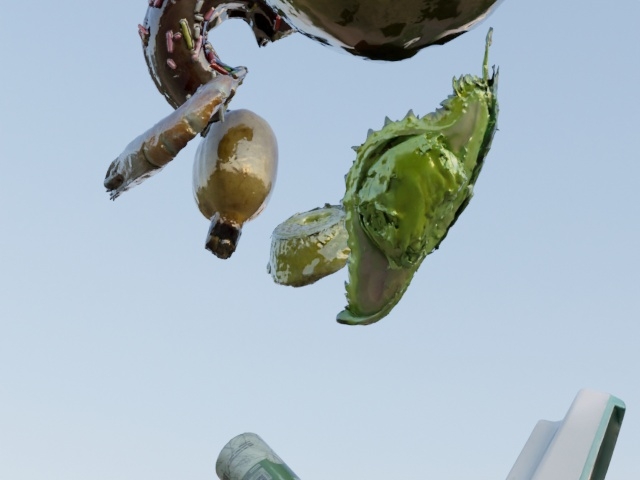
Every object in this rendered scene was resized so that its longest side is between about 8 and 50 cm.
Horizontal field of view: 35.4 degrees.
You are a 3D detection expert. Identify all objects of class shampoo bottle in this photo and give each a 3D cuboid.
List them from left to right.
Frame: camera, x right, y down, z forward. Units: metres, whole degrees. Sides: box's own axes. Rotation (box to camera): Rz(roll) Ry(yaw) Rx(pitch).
[{"bbox_3d":[-0.027,0.266,0.963,0.065,0.204,0.065,-21,-52,-29],"label":"shampoo bottle"}]

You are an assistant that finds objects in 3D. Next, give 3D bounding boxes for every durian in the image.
[{"bbox_3d":[0.099,-0.061,1.100,0.107,0.132,0.375,14,-69,-40],"label":"durian"}]

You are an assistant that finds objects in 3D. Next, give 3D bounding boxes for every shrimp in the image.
[{"bbox_3d":[-0.227,-0.151,1.477,0.062,0.164,0.317,47,-45,-12],"label":"shrimp"}]

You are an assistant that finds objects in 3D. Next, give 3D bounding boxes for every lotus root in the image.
[{"bbox_3d":[-0.170,-0.111,1.954,0.183,0.310,0.183,3,-30,2],"label":"lotus root"}]

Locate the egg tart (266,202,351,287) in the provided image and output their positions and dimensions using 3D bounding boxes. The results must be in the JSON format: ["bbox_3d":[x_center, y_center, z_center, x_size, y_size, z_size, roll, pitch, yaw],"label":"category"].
[{"bbox_3d":[0.000,0.000,1.520,0.197,0.197,0.078,-13,-70,25],"label":"egg tart"}]

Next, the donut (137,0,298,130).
[{"bbox_3d":[-0.177,-0.400,1.832,0.259,0.345,0.136,50,-14,-16],"label":"donut"}]

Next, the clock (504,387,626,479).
[{"bbox_3d":[0.283,0.340,1.263,0.116,0.231,0.262,19,-41,19],"label":"clock"}]

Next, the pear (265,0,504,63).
[{"bbox_3d":[0.053,-0.296,0.828,0.269,0.269,0.321,-3,-41,12],"label":"pear"}]
